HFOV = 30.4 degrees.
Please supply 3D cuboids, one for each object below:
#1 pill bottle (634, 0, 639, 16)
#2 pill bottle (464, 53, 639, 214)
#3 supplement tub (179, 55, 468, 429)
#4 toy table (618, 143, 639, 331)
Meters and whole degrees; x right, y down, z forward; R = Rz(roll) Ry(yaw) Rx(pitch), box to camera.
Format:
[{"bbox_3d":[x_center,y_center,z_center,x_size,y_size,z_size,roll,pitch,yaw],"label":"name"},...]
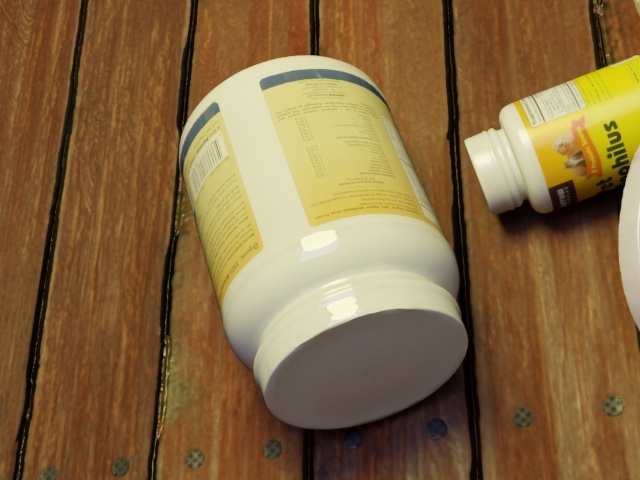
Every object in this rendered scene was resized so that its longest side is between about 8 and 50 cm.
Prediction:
[{"bbox_3d":[0.447,-0.284,1.220,0.222,0.124,0.124,-32,53,0],"label":"pill bottle"},{"bbox_3d":[0.259,-0.101,1.180,0.215,0.117,0.117,-21,54,8],"label":"pill bottle"},{"bbox_3d":[0.000,0.000,1.147,0.228,0.228,0.316,-23,54,6],"label":"supplement tub"},{"bbox_3d":[0.385,-0.033,1.019,0.161,0.252,0.274,-24,52,59],"label":"toy table"}]
